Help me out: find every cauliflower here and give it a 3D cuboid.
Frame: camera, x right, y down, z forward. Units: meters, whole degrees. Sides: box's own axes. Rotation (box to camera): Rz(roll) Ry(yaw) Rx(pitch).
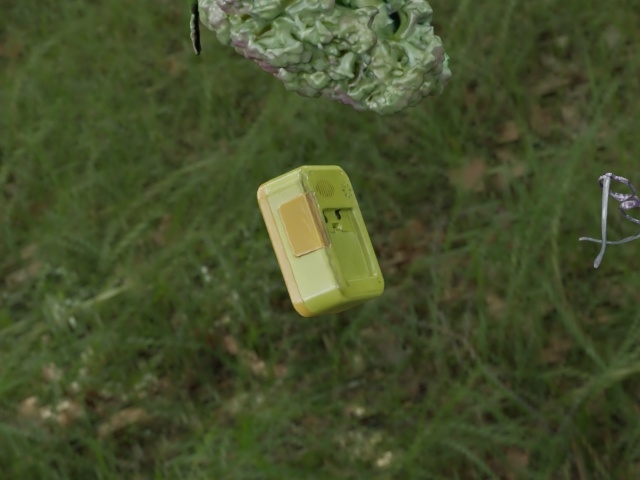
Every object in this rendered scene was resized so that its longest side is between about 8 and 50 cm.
[{"bbox_3d":[0.023,-0.242,1.168,0.315,0.256,0.239,-36,43,30],"label":"cauliflower"}]

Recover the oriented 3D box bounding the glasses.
[{"bbox_3d":[0.410,-0.017,2.046,0.062,0.140,0.104,7,61,44],"label":"glasses"}]

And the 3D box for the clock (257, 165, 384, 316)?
[{"bbox_3d":[0.000,0.000,2.094,0.096,0.202,0.143,-23,-10,32],"label":"clock"}]
